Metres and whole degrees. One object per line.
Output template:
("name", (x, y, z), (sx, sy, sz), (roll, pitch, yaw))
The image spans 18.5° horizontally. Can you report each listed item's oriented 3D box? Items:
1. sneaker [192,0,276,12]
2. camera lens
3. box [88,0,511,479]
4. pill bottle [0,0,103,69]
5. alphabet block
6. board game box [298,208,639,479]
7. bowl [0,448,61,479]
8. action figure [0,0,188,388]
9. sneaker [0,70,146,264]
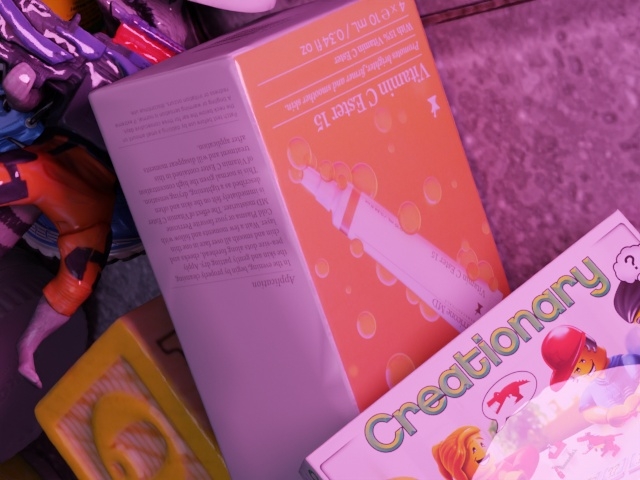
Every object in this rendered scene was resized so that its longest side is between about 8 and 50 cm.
("sneaker", (-0.159, -0.293, 1.537), (0.293, 0.108, 0.169), (10, 121, -10))
("camera lens", (-0.393, 0.072, 1.918), (0.274, 0.219, 0.219), (31, 129, 27))
("box", (0.000, 0.000, 1.532), (0.168, 0.215, 0.345), (-9, 105, 44))
("pill bottle", (-0.261, -0.281, 1.678), (0.136, 0.136, 0.245), (19, 122, 34))
("alphabet block", (-0.093, 0.145, 1.703), (0.193, 0.197, 0.192), (53, 135, 8))
("board game box", (0.162, 0.142, 1.408), (0.193, 0.305, 0.053), (49, 164, 11))
("bowl", (-0.351, 0.301, 2.044), (0.289, 0.156, 0.289), (20, 123, 34))
("action figure", (-0.240, -0.097, 1.621), (0.341, 0.330, 0.178), (42, 168, -17))
("sneaker", (-0.243, -0.084, 1.769), (0.330, 0.130, 0.147), (22, 124, 29))
